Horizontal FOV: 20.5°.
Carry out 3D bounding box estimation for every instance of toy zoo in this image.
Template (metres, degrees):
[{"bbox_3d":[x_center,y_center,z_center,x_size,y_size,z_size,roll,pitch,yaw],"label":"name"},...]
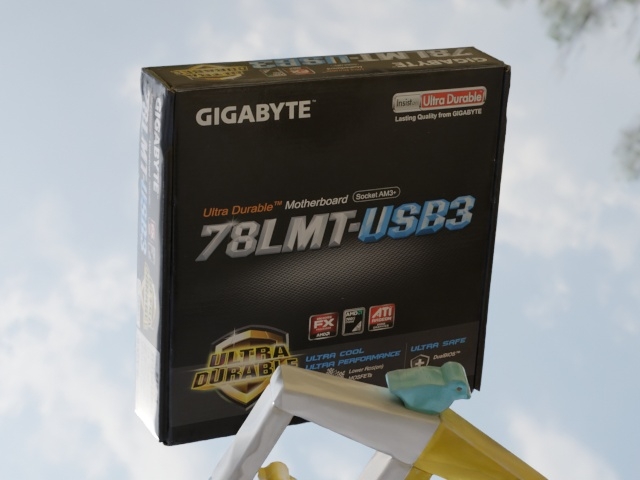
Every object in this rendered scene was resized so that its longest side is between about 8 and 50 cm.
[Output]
[{"bbox_3d":[0.011,0.194,1.082,0.192,0.293,0.030,25,-157,-17],"label":"toy zoo"}]

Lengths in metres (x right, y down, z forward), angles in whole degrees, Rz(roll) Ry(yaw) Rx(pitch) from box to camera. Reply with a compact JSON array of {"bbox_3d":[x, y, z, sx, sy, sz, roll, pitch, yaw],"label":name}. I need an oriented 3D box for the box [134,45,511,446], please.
[{"bbox_3d":[0.000,0.000,1.410,0.296,0.293,0.073,-6,-156,-25],"label":"box"}]
